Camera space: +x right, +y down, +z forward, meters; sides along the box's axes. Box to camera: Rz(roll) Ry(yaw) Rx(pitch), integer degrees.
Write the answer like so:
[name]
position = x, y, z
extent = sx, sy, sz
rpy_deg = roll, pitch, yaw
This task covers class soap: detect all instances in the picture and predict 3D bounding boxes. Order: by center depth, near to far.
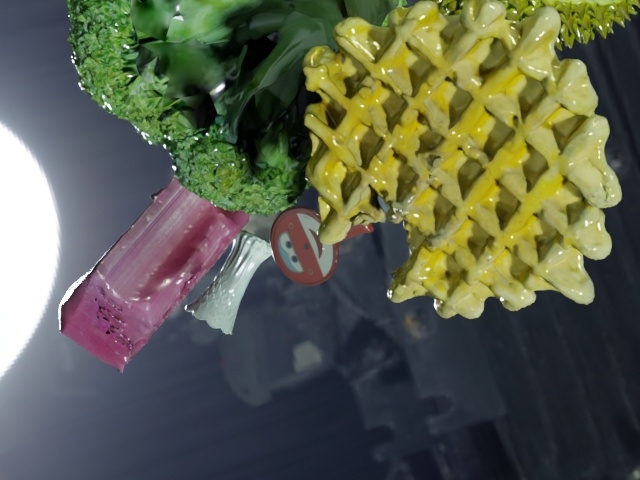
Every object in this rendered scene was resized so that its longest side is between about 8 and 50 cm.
[soap]
position = -0.218, 0.027, 1.726
extent = 0.127, 0.325, 0.220
rpy_deg = 42, -43, -3

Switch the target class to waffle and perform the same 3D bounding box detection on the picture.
[waffle]
position = 0.105, -0.057, 0.976
extent = 0.250, 0.056, 0.261
rpy_deg = 0, -69, 25

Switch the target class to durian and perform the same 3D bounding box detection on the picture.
[durian]
position = 0.266, -0.314, 1.559
extent = 0.157, 0.355, 0.170
rpy_deg = -22, -100, 54

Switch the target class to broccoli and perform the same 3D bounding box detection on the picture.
[broccoli]
position = -0.073, -0.228, 1.204
extent = 0.321, 0.309, 0.414
rpy_deg = -74, 157, -73

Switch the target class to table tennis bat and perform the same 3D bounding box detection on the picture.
[table tennis bat]
position = 0.000, 0.000, 1.512
extent = 0.154, 0.019, 0.098
rpy_deg = -20, -87, 39

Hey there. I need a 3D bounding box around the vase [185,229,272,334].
[vase]
position = -0.130, 0.058, 1.887
extent = 0.149, 0.081, 0.081
rpy_deg = -60, -149, 1
